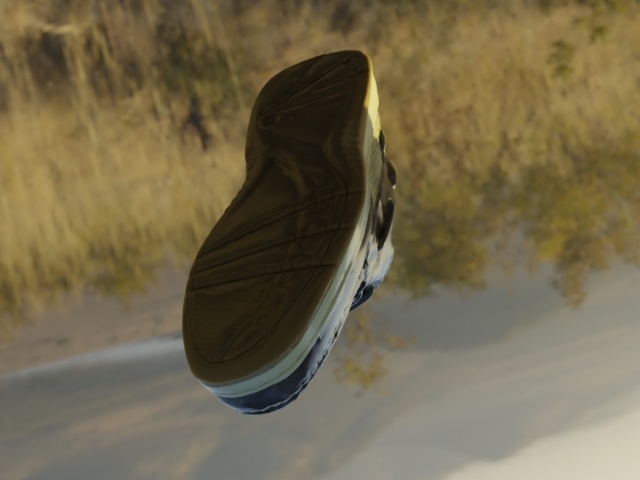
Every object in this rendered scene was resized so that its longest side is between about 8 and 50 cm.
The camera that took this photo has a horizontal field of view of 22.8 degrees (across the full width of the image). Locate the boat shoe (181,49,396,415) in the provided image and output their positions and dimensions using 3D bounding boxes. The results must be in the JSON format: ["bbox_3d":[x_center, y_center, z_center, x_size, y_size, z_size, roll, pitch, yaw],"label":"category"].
[{"bbox_3d":[-0.001,0.000,0.704,0.080,0.073,0.223,-16,-145,21],"label":"boat shoe"}]
